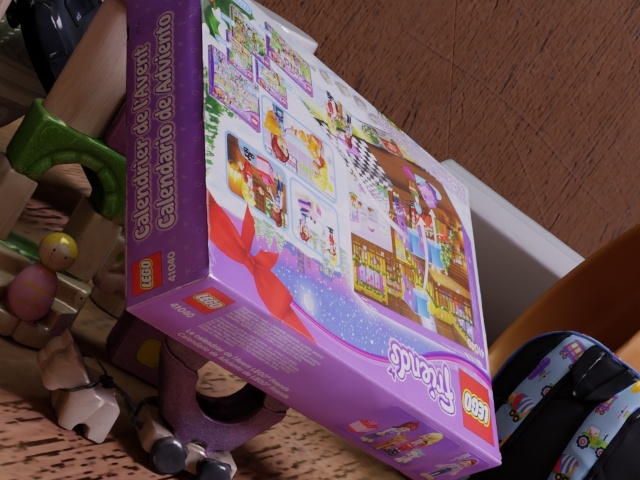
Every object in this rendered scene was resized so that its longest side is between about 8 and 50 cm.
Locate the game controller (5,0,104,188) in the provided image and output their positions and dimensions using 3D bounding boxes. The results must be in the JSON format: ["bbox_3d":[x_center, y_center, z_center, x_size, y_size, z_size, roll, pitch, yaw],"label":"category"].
[{"bbox_3d":[-0.179,-0.135,1.357,0.319,0.067,0.166,75,-1,-59],"label":"game controller"}]

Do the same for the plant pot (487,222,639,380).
[{"bbox_3d":[0.268,0.137,1.407,0.203,0.291,0.291,49,8,-7],"label":"plant pot"}]

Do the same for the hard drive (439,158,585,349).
[{"bbox_3d":[0.231,0.094,1.728,0.353,0.047,0.233,41,-27,44],"label":"hard drive"}]

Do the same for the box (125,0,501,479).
[{"bbox_3d":[0.000,0.000,1.008,0.293,0.057,0.201,36,40,-46],"label":"box"}]

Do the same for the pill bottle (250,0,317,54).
[{"bbox_3d":[-0.098,-0.117,1.613,0.119,0.208,0.119,31,10,-6],"label":"pill bottle"}]

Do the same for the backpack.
[{"bbox_3d":[0.169,0.156,1.194,0.117,0.173,0.158,22,13,-48],"label":"backpack"}]

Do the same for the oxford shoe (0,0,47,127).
[{"bbox_3d":[-0.370,-0.187,1.292,0.449,0.130,0.169,30,34,-48],"label":"oxford shoe"}]

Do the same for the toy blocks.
[{"bbox_3d":[-0.131,-0.065,1.076,0.288,0.260,0.309,29,10,-23],"label":"toy blocks"}]
